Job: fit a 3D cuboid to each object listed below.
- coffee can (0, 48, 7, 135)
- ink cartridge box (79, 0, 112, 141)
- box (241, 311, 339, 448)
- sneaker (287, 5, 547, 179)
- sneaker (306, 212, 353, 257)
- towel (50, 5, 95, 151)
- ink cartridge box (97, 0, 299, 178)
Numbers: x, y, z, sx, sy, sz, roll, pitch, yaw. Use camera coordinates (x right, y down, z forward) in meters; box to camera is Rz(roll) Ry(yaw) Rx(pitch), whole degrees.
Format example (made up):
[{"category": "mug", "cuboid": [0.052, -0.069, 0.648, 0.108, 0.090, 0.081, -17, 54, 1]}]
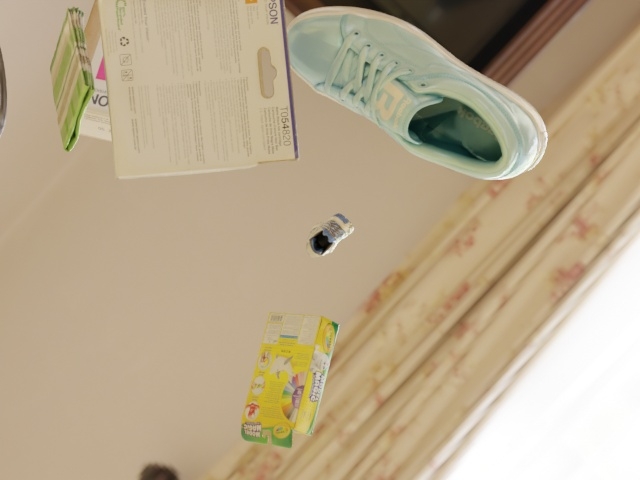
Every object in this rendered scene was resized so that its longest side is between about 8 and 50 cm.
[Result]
[{"category": "coffee can", "cuboid": [-0.620, -0.229, 1.899, 0.201, 0.275, 0.201, -6, -90, -87]}, {"category": "ink cartridge box", "cuboid": [-0.241, -0.232, 1.906, 0.234, 0.193, 0.088, 13, 157, 1]}, {"category": "box", "cuboid": [-0.043, 0.188, 1.749, 0.105, 0.179, 0.043, 2, 159, 44]}, {"category": "sneaker", "cuboid": [0.103, -0.187, 1.607, 0.366, 0.135, 0.150, 25, -161, 14]}, {"category": "sneaker", "cuboid": [0.000, 0.000, 2.153, 0.052, 0.058, 0.135, 47, 149, 2]}, {"category": "towel", "cuboid": [-0.303, -0.198, 1.605, 0.023, 0.113, 0.152, 3, -133, -25]}, {"category": "ink cartridge box", "cuboid": [-0.147, -0.193, 1.579, 0.045, 0.224, 0.223, -172, 77, -84]}]
